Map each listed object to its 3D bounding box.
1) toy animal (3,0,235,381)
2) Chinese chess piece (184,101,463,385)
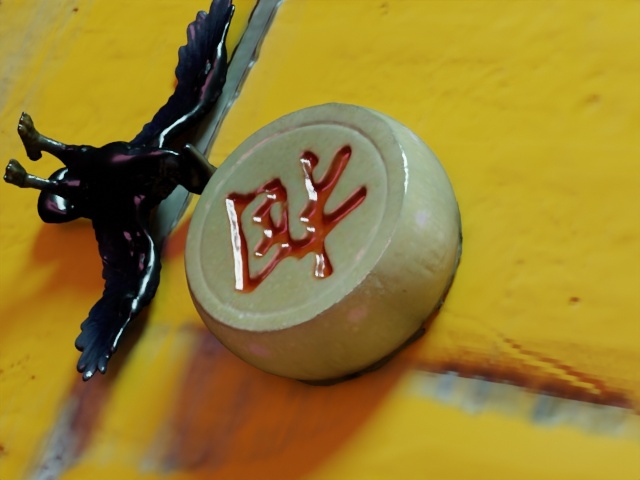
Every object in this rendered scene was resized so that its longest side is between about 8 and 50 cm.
[{"bbox_3d":[-0.094,-0.030,0.925,0.108,0.062,0.220,3,60,18],"label":"toy animal"},{"bbox_3d":[0.000,0.000,0.826,0.122,0.051,0.122,-20,50,25],"label":"Chinese chess piece"}]
